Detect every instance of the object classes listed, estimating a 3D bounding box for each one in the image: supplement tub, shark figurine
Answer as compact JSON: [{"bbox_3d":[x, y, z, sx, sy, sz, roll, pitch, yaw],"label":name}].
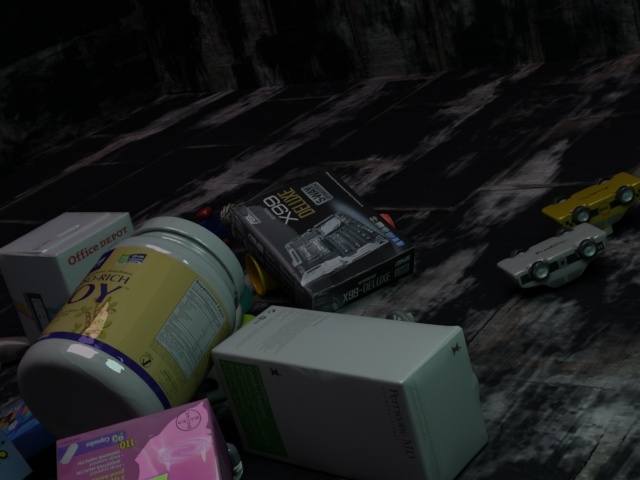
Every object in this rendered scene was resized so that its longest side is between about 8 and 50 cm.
[{"bbox_3d":[-0.274,0.144,1.689,0.241,0.241,0.331,-3,38,31],"label":"supplement tub"},{"bbox_3d":[-0.718,0.240,2.233,0.166,0.116,0.278,0,24,40],"label":"shark figurine"}]

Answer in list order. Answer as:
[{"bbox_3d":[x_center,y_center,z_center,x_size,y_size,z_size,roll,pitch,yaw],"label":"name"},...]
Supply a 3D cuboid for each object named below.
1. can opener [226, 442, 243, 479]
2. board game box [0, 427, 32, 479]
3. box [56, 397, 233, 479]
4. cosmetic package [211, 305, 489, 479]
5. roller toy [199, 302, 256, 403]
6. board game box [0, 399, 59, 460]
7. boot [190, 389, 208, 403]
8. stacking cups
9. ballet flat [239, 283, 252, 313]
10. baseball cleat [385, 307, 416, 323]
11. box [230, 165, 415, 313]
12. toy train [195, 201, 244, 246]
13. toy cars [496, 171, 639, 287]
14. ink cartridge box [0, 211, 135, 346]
[{"bbox_3d":[-0.245,0.358,1.614,0.280,0.093,0.074,-20,21,1],"label":"can opener"},{"bbox_3d":[-0.594,0.373,1.642,0.275,0.144,0.142,-39,14,-31],"label":"board game box"},{"bbox_3d":[-0.218,0.354,1.433,0.213,0.117,0.243,-15,44,-1],"label":"box"},{"bbox_3d":[0.039,0.221,1.603,0.365,0.197,0.155,3,28,43],"label":"cosmetic package"},{"bbox_3d":[-0.213,0.189,1.937,0.191,0.146,0.209,-33,35,-26],"label":"roller toy"},{"bbox_3d":[-0.510,0.324,1.858,0.210,0.047,0.160,-31,18,12],"label":"board game box"},{"bbox_3d":[-0.340,0.307,1.792,0.295,0.104,0.211,-2,28,38],"label":"boot"},{"bbox_3d":[0.003,0.019,2.315,0.316,0.096,0.096,-20,21,-20],"label":"stacking cups"},{"bbox_3d":[-0.284,0.158,2.127,0.124,0.116,0.342,0,22,45],"label":"ballet flat"},{"bbox_3d":[0.129,0.173,1.841,0.109,0.072,0.206,-27,19,-12],"label":"baseball cleat"},{"bbox_3d":[0.000,0.000,2.211,0.242,0.076,0.307,-24,47,-23],"label":"box"},{"bbox_3d":[-0.289,-0.014,2.616,0.143,0.105,0.248,-18,16,34],"label":"toy train"},{"bbox_3d":[0.472,-0.005,2.045,0.176,0.087,0.393,-6,25,39],"label":"toy cars"},{"bbox_3d":[-0.461,0.102,2.169,0.197,0.270,0.198,1,26,39],"label":"ink cartridge box"}]
